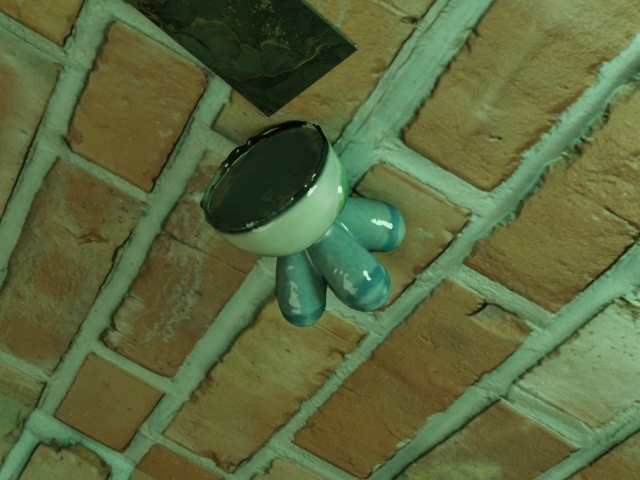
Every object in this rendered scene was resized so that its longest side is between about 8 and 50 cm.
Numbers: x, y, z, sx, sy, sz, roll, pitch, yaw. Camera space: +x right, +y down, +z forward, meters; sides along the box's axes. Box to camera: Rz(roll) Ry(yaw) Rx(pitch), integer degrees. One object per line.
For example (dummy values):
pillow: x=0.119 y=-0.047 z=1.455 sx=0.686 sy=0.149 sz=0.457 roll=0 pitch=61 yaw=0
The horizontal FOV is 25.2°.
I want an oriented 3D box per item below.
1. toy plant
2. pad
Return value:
toy plant: x=0.000 y=0.000 z=2.234 sx=0.247 sy=0.247 sz=0.332 roll=-10 pitch=133 yaw=39
pad: x=-0.149 y=-0.341 z=2.081 sx=0.367 sy=0.007 sz=0.248 roll=39 pitch=141 yaw=-17
